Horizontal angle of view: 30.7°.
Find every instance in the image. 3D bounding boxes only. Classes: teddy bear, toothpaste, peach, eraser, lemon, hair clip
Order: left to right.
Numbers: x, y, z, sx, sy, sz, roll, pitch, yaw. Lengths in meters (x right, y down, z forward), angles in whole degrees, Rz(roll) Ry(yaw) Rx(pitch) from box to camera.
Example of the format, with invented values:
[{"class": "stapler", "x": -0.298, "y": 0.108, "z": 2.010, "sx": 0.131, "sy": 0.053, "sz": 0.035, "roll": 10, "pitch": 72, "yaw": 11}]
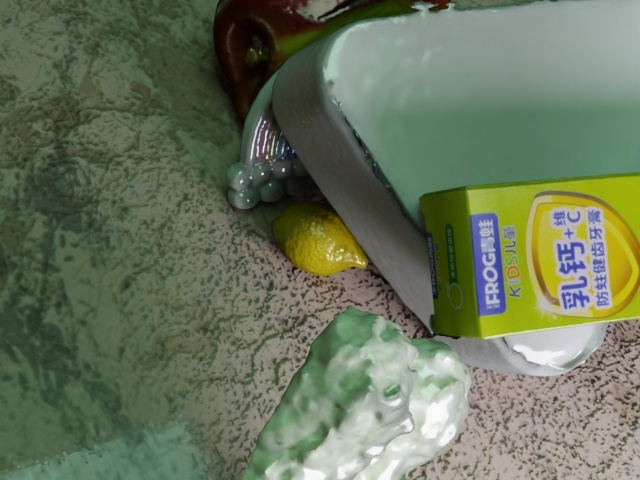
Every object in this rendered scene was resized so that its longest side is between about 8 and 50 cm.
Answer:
[{"class": "lemon", "x": 0.000, "y": 0.000, "z": 1.023, "sx": 0.092, "sy": 0.065, "sz": 0.065, "roll": 23, "pitch": 54, "yaw": 4}, {"class": "hair clip", "x": 0.011, "y": -0.114, "z": 1.067, "sx": 0.220, "sy": 0.140, "sz": 0.054, "roll": -15, "pitch": 35, "yaw": -28}, {"class": "peach", "x": 0.026, "y": -0.229, "z": 1.120, "sx": 0.267, "sy": 0.154, "sz": 0.159, "roll": -17, "pitch": 65, "yaw": -27}, {"class": "teddy bear", "x": 0.091, "y": 0.296, "z": 0.734, "sx": 0.362, "sy": 0.327, "sz": 0.375, "roll": 32, "pitch": 90, "yaw": 26}, {"class": "eraser", "x": 0.143, "y": -0.039, "z": 0.977, "sx": 0.331, "sy": 0.150, "sz": 0.331, "roll": 1, "pitch": 86, "yaw": -19}, {"class": "toothpaste", "x": 0.239, "y": 0.004, "z": 0.891, "sx": 0.327, "sy": 0.077, "sz": 0.110, "roll": -5, "pitch": 91, "yaw": -21}]
